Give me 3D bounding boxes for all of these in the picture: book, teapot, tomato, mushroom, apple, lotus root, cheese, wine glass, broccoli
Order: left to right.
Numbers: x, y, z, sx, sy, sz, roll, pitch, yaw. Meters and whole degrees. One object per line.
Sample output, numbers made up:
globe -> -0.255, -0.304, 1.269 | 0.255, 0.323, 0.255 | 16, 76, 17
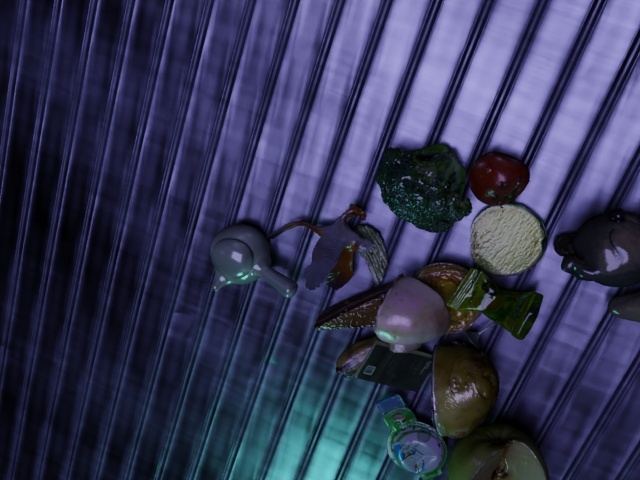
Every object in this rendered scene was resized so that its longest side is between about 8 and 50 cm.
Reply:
teapot -> -0.219, 0.061, 1.982 | 0.318, 0.149, 0.219 | 2, 107, 18
lotus root -> 0.166, 0.374, 1.982 | 0.258, 0.097, 0.110 | -24, 120, 12
book -> 0.244, 0.408, 1.946 | 0.228, 0.024, 0.160 | 16, 119, -17
cheese -> 0.299, 0.660, 2.026 | 0.204, 0.083, 0.320 | -29, 96, 22
mushroom -> 0.268, 0.254, 1.782 | 0.173, 0.162, 0.236 | 20, 126, 34
broccoli -> 0.294, -0.156, 1.739 | 0.245, 0.265, 0.294 | -35, 91, -10
apple -> 0.540, 0.695, 1.874 | 0.295, 0.233, 0.257 | 0, 110, -1
tomato -> 0.496, -0.176, 1.699 | 0.167, 0.167, 0.167 | 5, 106, 16
wine glass -> 0.538, 0.245, 1.838 | 0.195, 0.079, 0.079 | -40, 91, 23

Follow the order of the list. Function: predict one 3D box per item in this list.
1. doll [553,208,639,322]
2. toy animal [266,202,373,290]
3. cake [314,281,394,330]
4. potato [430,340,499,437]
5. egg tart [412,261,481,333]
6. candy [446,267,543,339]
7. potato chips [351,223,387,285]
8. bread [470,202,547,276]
doll -> 0.835, 0.085, 1.617 | 0.382, 0.252, 0.378 | -10, 102, 26
toy animal -> 0.017, -0.015, 1.916 | 0.302, 0.225, 0.284 | -47, 68, 14
cake -> 0.121, 0.232, 1.942 | 0.295, 0.116, 0.112 | -19, 106, 23
potato -> 0.446, 0.470, 1.844 | 0.196, 0.246, 0.299 | 0, 111, 21
egg tart -> 0.385, 0.171, 1.857 | 0.234, 0.094, 0.234 | 6, 110, 16
candy -> 0.508, 0.177, 1.758 | 0.246, 0.069, 0.149 | 23, 100, -7
potato chips -> 0.168, 0.041, 1.920 | 0.092, 0.028, 0.207 | -23, 93, 27
bread -> 0.550, -0.003, 1.790 | 0.229, 0.033, 0.228 | 5, 108, 15
